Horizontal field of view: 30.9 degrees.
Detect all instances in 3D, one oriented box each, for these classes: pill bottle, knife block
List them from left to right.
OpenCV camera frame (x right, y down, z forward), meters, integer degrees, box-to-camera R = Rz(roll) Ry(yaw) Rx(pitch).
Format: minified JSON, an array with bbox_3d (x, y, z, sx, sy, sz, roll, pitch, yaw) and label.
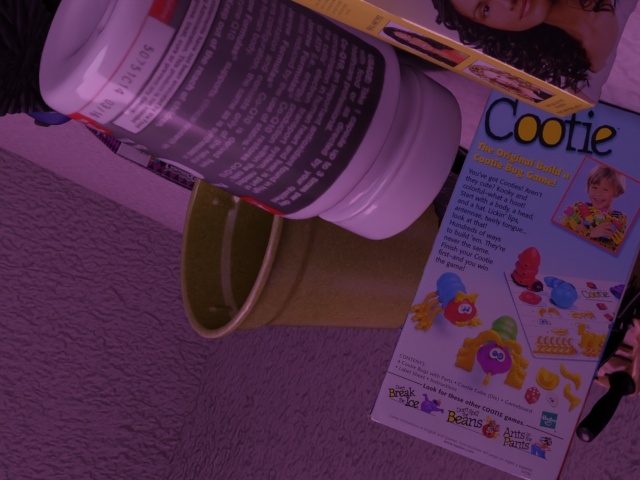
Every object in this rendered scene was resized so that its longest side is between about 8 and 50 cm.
[{"bbox_3d":[-0.045,-0.112,0.854,0.283,0.161,0.161,26,173,-29],"label":"pill bottle"},{"bbox_3d":[0.286,0.095,1.134,0.088,0.242,0.275,19,174,31],"label":"knife block"}]

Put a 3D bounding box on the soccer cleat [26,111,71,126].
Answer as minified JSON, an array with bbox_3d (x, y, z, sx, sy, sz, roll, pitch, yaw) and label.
[{"bbox_3d":[-0.417,-0.247,1.463,0.289,0.093,0.121,30,140,-28],"label":"soccer cleat"}]

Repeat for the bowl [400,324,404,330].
[{"bbox_3d":[0.155,0.112,1.705,0.391,0.077,0.391,38,179,1],"label":"bowl"}]

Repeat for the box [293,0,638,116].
[{"bbox_3d":[0.046,-0.148,0.598,0.232,0.087,0.058,21,176,-7],"label":"box"}]

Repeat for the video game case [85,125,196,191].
[{"bbox_3d":[-0.240,-0.128,1.780,0.210,0.042,0.232,24,-175,-26],"label":"video game case"}]

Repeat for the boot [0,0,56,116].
[{"bbox_3d":[-0.495,-0.264,1.159,0.445,0.146,0.367,24,180,5],"label":"boot"}]

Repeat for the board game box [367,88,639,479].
[{"bbox_3d":[0.156,0.034,0.897,0.144,0.275,0.142,20,174,11],"label":"board game box"}]

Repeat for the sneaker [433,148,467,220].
[{"bbox_3d":[0.132,-0.062,1.230,0.089,0.051,0.170,23,169,-12],"label":"sneaker"}]

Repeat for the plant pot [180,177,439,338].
[{"bbox_3d":[0.000,0.000,1.406,0.253,0.276,0.276,11,179,-26],"label":"plant pot"}]
